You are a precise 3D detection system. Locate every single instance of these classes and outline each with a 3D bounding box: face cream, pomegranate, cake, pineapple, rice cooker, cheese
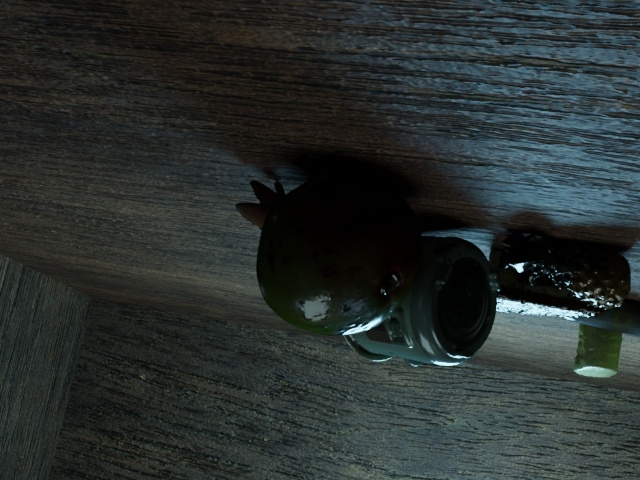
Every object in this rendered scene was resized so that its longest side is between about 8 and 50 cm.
[{"bbox_3d":[0.647,0.164,1.929,0.284,0.073,0.073,13,167,-9],"label":"face cream"},{"bbox_3d":[-0.001,0.024,1.421,0.323,0.290,0.291,3,165,30],"label":"pomegranate"},{"bbox_3d":[0.440,0.085,1.681,0.246,0.112,0.135,1,161,37],"label":"cake"},{"bbox_3d":[0.442,0.047,1.552,0.237,0.111,0.119,16,137,3],"label":"pineapple"},{"bbox_3d":[0.175,0.110,1.652,0.317,0.316,0.264,-4,-156,48],"label":"rice cooker"},{"bbox_3d":[0.660,0.236,2.016,0.094,0.167,0.123,18,163,-13],"label":"cheese"}]
